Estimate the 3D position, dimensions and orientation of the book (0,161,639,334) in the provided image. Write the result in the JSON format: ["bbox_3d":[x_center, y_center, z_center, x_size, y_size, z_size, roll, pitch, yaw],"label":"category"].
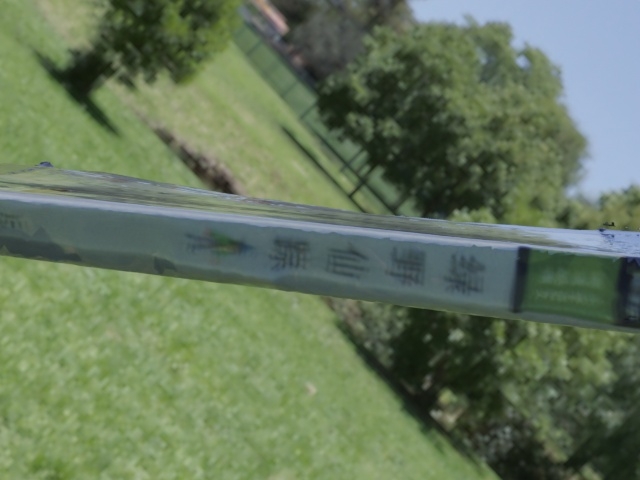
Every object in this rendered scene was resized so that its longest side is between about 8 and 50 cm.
[{"bbox_3d":[0.000,0.001,0.386,0.231,0.026,0.157,6,5,6],"label":"book"}]
